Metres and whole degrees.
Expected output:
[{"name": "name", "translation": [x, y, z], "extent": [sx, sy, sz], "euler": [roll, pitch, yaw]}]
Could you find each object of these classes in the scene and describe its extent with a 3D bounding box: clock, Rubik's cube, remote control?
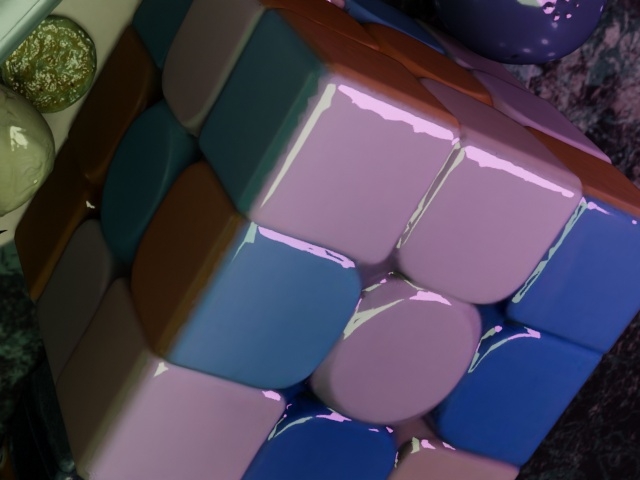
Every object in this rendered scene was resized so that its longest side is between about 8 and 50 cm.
[{"name": "clock", "translation": [0.183, -0.265, 1.096], "extent": [0.200, 0.146, 0.243], "euler": [17, 104, -35]}, {"name": "Rubik's cube", "translation": [0.000, 0.000, 1.051], "extent": [0.347, 0.344, 0.346], "euler": [20, 112, -30]}, {"name": "remote control", "translation": [-0.220, -0.205, 1.020], "extent": [0.061, 0.029, 0.162], "euler": [42, 97, -18]}]

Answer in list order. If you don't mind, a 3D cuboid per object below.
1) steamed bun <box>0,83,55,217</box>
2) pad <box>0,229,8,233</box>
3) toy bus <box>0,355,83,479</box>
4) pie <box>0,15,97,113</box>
[{"name": "steamed bun", "translation": [-0.269, -0.075, 1.045], "extent": [0.112, 0.091, 0.130], "euler": [22, 131, -31]}, {"name": "pad", "translation": [-0.427, 0.021, 0.903], "extent": [0.375, 0.315, 0.063], "euler": [-14, 97, 0]}, {"name": "toy bus", "translation": [-0.128, 0.223, 1.247], "extent": [0.323, 0.162, 0.194], "euler": [15, 112, -31]}, {"name": "pie", "translation": [-0.220, -0.141, 1.073], "extent": [0.084, 0.021, 0.084], "euler": [-10, 118, -18]}]
